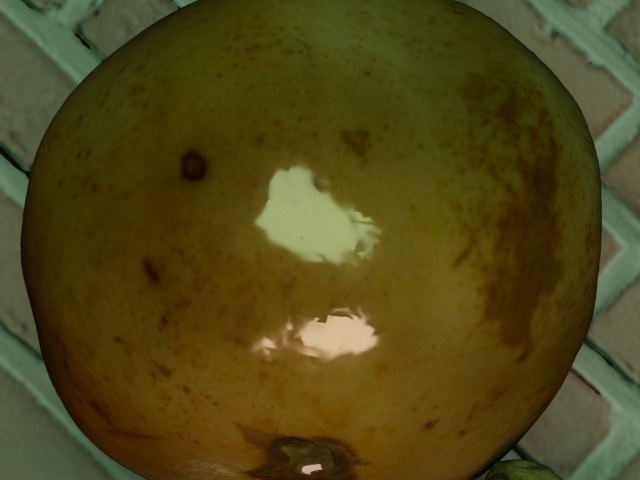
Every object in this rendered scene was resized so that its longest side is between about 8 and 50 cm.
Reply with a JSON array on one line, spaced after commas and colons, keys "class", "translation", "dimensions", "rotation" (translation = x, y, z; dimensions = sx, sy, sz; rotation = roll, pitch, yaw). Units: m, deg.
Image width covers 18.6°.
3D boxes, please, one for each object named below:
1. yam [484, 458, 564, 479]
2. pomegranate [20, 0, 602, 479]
[{"class": "yam", "translation": [0.094, 0.309, 1.371], "dimensions": [0.081, 0.081, 0.357], "rotation": [22, 116, 3]}, {"class": "pomegranate", "translation": [0.000, 0.000, 1.375], "dimensions": [0.416, 0.417, 0.417], "rotation": [0, 77, -2]}]
